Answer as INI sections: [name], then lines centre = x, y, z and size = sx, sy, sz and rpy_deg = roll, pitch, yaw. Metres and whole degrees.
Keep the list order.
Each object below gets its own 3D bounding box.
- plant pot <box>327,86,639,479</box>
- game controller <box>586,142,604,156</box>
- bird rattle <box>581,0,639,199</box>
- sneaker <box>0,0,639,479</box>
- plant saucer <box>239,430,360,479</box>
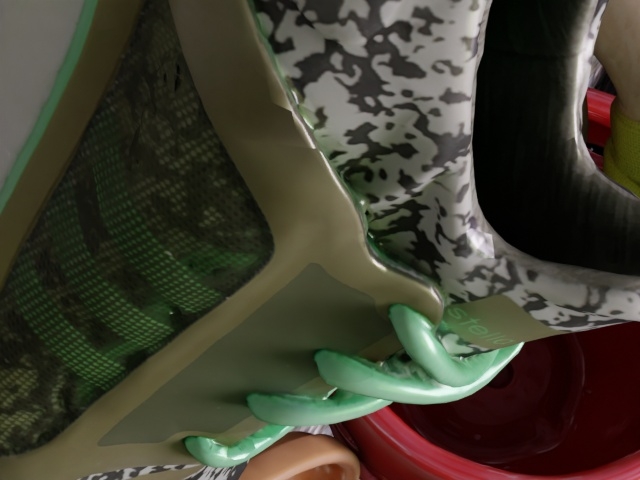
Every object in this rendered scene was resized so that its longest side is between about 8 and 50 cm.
[plant pot]
centre = 0.086, 0.042, 0.758
size = 0.191, 0.191, 0.174
rpy_deg = -54, 171, -15
[game controller]
centre = 0.283, -0.055, 1.165
size = 0.319, 0.166, 0.067
rpy_deg = -44, -161, -19
[bird rattle]
centre = 0.063, -0.053, 0.513
size = 0.207, 0.253, 0.143
rpy_deg = -26, -150, 37
[sneaker]
centre = 0.000, 0.000, 0.424
size = 0.158, 0.182, 0.410
rpy_deg = -44, 159, -40
[plant saucer]
centre = -0.068, 0.147, 0.689
size = 0.200, 0.037, 0.200
rpy_deg = -38, 159, -17
